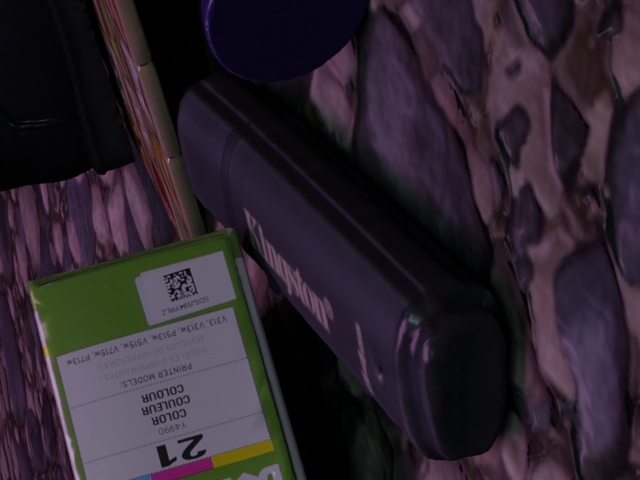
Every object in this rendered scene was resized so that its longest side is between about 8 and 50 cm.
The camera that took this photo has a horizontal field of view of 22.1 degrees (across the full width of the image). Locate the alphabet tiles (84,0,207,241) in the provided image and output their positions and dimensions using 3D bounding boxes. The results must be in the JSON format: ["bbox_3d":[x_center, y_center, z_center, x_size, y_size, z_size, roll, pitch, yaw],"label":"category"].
[{"bbox_3d":[-0.131,-0.163,0.880,0.285,0.011,0.342,-121,12,-48],"label":"alphabet tiles"}]

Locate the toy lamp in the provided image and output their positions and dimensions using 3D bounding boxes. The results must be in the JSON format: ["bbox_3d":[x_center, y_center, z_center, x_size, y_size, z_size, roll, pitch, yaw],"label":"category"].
[{"bbox_3d":[-0.062,-0.175,0.737,0.275,0.080,0.080,-121,28,-42],"label":"toy lamp"}]

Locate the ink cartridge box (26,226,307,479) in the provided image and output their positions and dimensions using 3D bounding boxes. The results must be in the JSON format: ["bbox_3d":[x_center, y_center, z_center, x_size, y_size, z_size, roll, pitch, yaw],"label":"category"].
[{"bbox_3d":[-0.047,0.147,0.755,0.189,0.097,0.255,91,163,-73],"label":"ink cartridge box"}]

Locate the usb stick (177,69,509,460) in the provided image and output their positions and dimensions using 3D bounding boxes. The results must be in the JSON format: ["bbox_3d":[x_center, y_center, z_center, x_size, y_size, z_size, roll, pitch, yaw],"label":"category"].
[{"bbox_3d":[0.000,0.000,0.689,0.278,0.045,0.077,-135,38,-57],"label":"usb stick"}]

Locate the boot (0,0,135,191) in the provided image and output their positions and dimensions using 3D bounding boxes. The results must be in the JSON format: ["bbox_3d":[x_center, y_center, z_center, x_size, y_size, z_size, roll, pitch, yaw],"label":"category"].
[{"bbox_3d":[-0.233,-0.103,0.932,0.094,0.207,0.246,-119,12,-47],"label":"boot"}]
